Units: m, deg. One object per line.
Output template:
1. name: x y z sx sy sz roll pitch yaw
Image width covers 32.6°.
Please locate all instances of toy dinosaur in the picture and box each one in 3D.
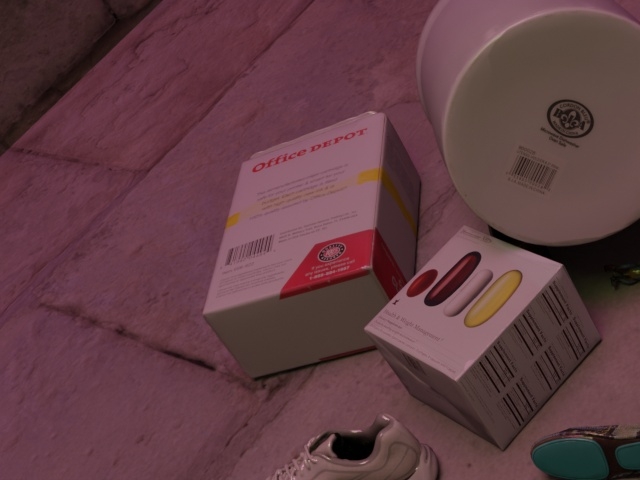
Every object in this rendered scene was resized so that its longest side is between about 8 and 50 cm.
1. toy dinosaur: 0.425 0.036 1.448 0.082 0.047 0.090 -10 26 2

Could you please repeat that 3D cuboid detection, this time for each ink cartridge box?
1. ink cartridge box: 0.000 0.000 1.730 0.279 0.160 0.385 -17 37 22

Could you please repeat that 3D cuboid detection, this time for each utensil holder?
1. utensil holder: 0.303 -0.201 1.497 0.327 0.328 0.385 -26 18 10

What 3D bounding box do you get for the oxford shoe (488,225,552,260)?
1. oxford shoe: 0.281 -0.033 1.601 0.082 0.096 0.227 -27 33 12

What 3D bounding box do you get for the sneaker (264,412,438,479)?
1. sneaker: -0.002 0.301 1.400 0.292 0.118 0.110 -25 37 15

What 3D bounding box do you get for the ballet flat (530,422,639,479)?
1. ballet flat: 0.337 0.238 1.259 0.188 0.070 0.070 -7 42 31

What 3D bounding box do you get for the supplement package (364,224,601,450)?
1. supplement package: 0.209 0.120 1.420 0.203 0.149 0.194 -45 35 -15
